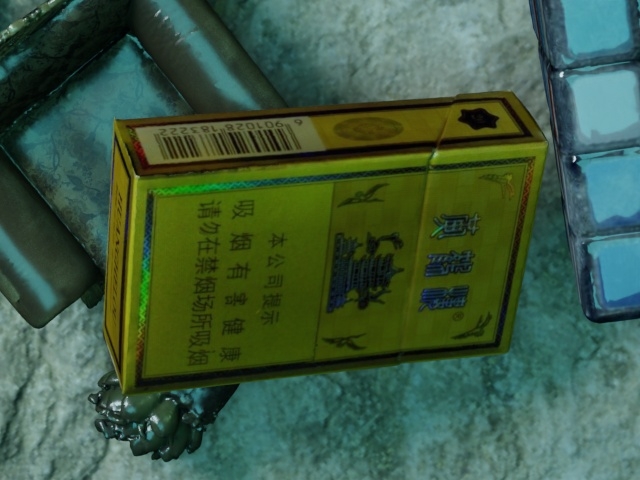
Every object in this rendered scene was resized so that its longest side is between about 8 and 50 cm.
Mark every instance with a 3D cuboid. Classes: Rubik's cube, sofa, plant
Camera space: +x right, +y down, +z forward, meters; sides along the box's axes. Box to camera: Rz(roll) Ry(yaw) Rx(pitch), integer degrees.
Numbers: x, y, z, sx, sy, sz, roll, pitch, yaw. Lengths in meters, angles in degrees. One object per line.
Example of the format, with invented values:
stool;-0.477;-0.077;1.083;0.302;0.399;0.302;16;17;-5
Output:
Rubik's cube;0.294;-0.124;1.364;0.291;0.287;0.293;-7;100;6
sofa;-0.163;-0.074;1.468;0.258;0.182;0.200;-37;96;10
plant;-0.112;0.108;1.548;0.092;0.094;0.143;42;90;-18

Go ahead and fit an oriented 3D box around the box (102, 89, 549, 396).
box;0.000;0.000;1.432;0.301;0.084;0.193;-5;127;-17
